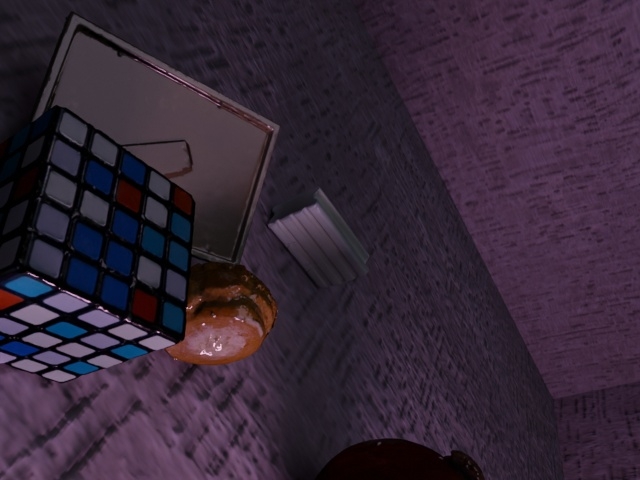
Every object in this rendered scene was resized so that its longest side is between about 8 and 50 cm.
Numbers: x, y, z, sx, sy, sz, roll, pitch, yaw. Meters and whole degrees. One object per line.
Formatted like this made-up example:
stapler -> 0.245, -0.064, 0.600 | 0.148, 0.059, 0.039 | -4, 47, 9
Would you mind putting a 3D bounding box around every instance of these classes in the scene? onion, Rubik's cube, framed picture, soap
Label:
onion -> 0.108, 0.443, 0.786 | 0.341, 0.341, 0.341 | 43, 36, -41
Rubik's cube -> -0.256, 0.015, 0.561 | 0.184, 0.187, 0.182 | 41, 36, -47
framed picture -> -0.207, -0.110, 0.733 | 0.315, 0.024, 0.232 | 24, 77, -37
soap -> 0.000, 0.000, 1.133 | 0.198, 0.119, 0.066 | 53, 30, -29

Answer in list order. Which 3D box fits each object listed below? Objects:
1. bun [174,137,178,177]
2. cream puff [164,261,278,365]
bun -> -0.214, -0.124, 0.813 | 0.222, 0.127, 0.222 | 45, 34, -44
cream puff -> -0.142, 0.093, 0.757 | 0.165, 0.150, 0.115 | 9, 40, -17
